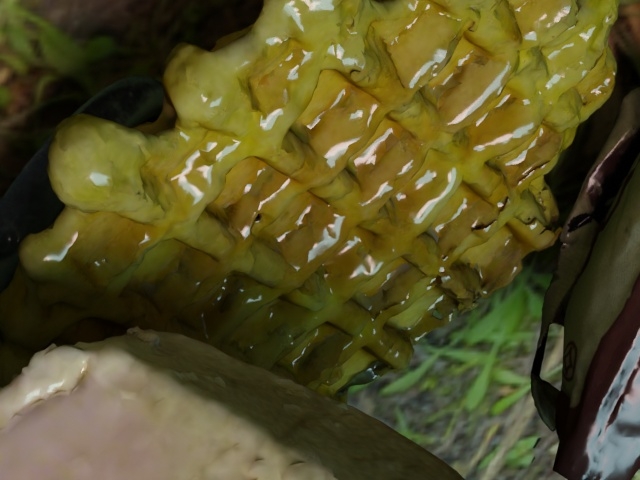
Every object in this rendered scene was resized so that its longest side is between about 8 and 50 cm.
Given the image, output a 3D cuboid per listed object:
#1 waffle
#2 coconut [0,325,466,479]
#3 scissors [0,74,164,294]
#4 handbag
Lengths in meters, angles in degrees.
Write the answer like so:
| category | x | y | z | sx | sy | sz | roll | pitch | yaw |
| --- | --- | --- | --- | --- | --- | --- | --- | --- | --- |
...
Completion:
| category | x | y | z | sx | sy | sz | roll | pitch | yaw |
| --- | --- | --- | --- | --- | --- | --- | --- | --- | --- |
| waffle | -0.002 | -0.002 | 0.795 | 0.312 | 0.060 | 0.307 | -27 | 149 | -22 |
| coconut | -0.050 | 0.257 | 0.675 | 0.405 | 0.404 | 0.404 | -15 | 127 | -21 |
| scissors | -0.194 | 0.102 | 0.763 | 0.383 | 0.029 | 0.256 | -58 | 169 | 28 |
| handbag | 0.184 | -0.014 | 0.872 | 0.235 | 0.127 | 0.213 | -65 | 171 | 17 |
